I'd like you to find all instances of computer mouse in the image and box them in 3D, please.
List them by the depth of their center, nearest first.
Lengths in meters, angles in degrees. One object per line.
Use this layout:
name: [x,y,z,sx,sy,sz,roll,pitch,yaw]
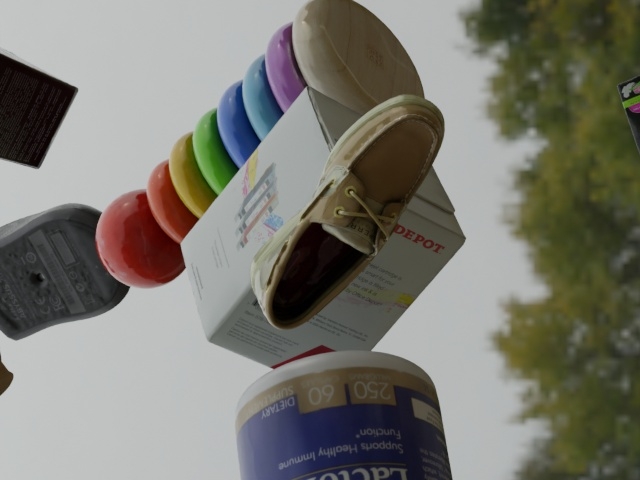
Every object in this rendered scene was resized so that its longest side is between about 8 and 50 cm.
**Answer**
computer mouse: [-0.297,0.025,1.975,0.072,0.272,0.188,-46,-62,-57]

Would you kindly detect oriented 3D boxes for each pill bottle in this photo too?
pill bottle: [0.027,0.224,1.347,0.153,0.153,0.265,47,-151,-54]

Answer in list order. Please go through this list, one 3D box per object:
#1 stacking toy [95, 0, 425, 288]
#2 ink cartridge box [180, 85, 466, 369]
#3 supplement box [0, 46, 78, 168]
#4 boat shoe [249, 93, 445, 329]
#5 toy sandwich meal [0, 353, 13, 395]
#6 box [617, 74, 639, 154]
stacking toy: [-0.071,-0.068,1.643,0.141,0.330,0.141,34,-143,-30]
ink cartridge box: [0.000,0.000,1.470,0.128,0.176,0.127,27,-153,-30]
supplement box: [-0.260,-0.113,1.307,0.073,0.130,0.239,-63,-5,2]
boat shoe: [0.016,-0.010,0.925,0.050,0.135,0.045,27,-155,-21]
toy sandwich meal: [-0.328,0.117,1.798,0.085,0.029,0.085,4,-97,-39]
box: [0.313,-0.108,1.727,0.052,0.062,0.083,31,-139,-60]
